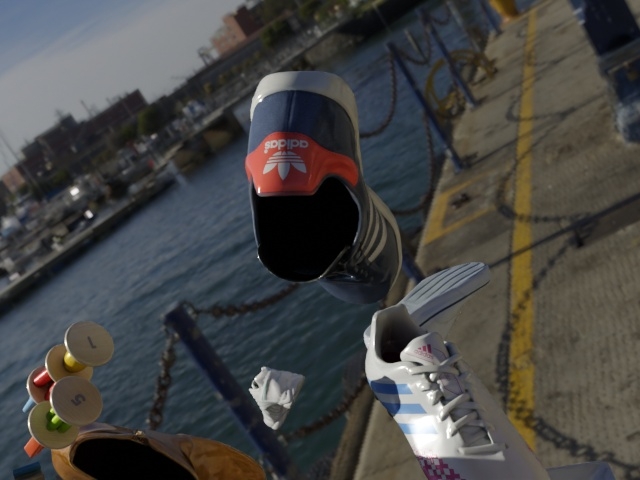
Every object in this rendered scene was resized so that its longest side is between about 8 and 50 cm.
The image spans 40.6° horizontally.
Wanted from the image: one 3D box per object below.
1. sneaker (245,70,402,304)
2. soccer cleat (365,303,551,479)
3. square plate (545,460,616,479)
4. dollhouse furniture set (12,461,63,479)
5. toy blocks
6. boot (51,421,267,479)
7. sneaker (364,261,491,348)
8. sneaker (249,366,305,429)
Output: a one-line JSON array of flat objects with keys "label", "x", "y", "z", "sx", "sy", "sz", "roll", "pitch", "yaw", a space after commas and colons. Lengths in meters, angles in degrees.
[{"label": "sneaker", "x": 0.000, "y": 0.000, "z": 0.857, "sx": 0.131, "sy": 0.350, "sz": 0.148, "roll": -4, "pitch": 56, "yaw": 16}, {"label": "soccer cleat", "x": 0.148, "y": 0.198, "z": 1.023, "sx": 0.116, "sy": 0.143, "sz": 0.331, "roll": -20, "pitch": 35, "yaw": -22}, {"label": "square plate", "x": 0.289, "y": 0.480, "z": 1.165, "sx": 0.344, "sy": 0.049, "sz": 0.347, "roll": -5, "pitch": 49, "yaw": -9}, {"label": "dollhouse furniture set", "x": -0.495, "y": 0.410, "z": 1.337, "sx": 0.184, "sy": 0.129, "sz": 0.129, "roll": -15, "pitch": 45, "yaw": -27}, {"label": "toy blocks", "x": -0.275, "y": 0.169, "z": 0.895, "sx": 0.148, "sy": 0.054, "sz": 0.123, "roll": -43, "pitch": 31, "yaw": 36}, {"label": "boot", "x": -0.165, "y": 0.277, "z": 1.002, "sx": 0.211, "sy": 0.295, "sz": 0.104, "roll": -16, "pitch": 58, "yaw": 63}, {"label": "sneaker", "x": 0.184, "y": 0.127, "z": 1.430, "sx": 0.258, "sy": 0.091, "sz": 0.094, "roll": -32, "pitch": 21, "yaw": -20}, {"label": "sneaker", "x": -0.061, "y": 0.201, "z": 1.133, "sx": 0.152, "sy": 0.061, "sz": 0.053, "roll": 109, "pitch": -173, "yaw": -58}]
